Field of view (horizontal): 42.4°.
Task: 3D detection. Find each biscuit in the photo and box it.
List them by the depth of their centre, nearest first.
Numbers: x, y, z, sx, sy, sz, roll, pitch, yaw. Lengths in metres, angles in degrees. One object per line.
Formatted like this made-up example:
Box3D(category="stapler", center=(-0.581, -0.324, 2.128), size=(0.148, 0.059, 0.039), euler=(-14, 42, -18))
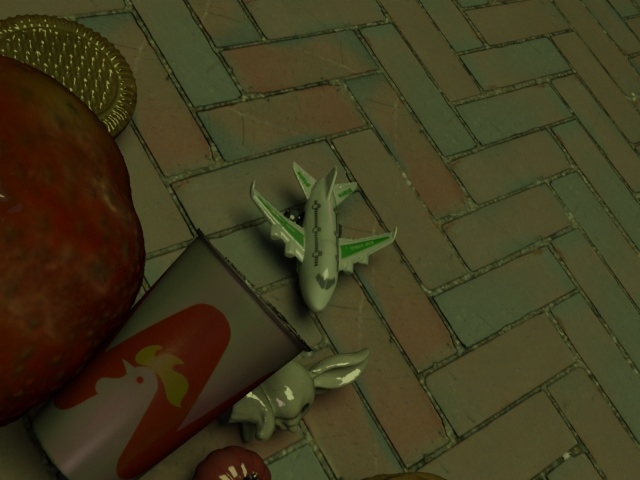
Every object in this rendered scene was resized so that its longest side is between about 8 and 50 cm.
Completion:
Box3D(category="biscuit", center=(-0.400, -0.231, 1.215), size=(0.259, 0.079, 0.259), euler=(14, 56, -21))

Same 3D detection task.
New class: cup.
Box3D(category="cup", center=(-0.178, 0.153, 0.959), size=(0.288, 0.203, 0.203), euler=(-43, 85, -5))

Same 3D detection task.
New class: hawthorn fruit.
Box3D(category="hawthorn fruit", center=(-0.393, -0.008, 0.848), size=(0.403, 0.403, 0.402), euler=(14, 54, -21))

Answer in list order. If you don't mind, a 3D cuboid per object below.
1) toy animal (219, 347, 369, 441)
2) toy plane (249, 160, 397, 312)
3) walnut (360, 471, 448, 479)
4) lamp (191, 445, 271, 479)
Box3D(category="toy animal", center=(-0.032, 0.207, 1.118), size=(0.221, 0.103, 0.130), euler=(1, 58, -28))
Box3D(category="toy plane", center=(-0.002, 0.002, 1.274), size=(0.251, 0.101, 0.255), euler=(17, 57, -20))
Box3D(category="walnut", center=(0.125, 0.402, 1.023), size=(0.198, 0.198, 0.245), euler=(-18, 78, -36))
Box3D(category="lamp", center=(-0.110, 0.307, 1.016), size=(0.107, 0.092, 0.107), euler=(-2, 93, -36))
